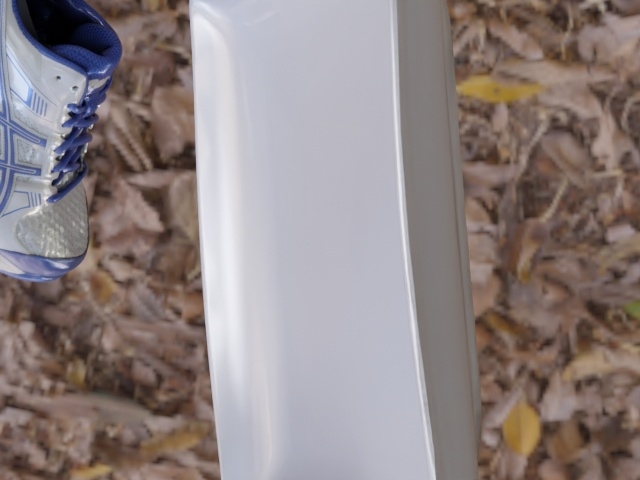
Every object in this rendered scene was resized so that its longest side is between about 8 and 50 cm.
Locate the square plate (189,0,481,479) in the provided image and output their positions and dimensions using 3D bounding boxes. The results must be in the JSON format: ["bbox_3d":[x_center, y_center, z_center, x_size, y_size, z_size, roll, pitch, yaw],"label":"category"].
[{"bbox_3d":[0.000,0.000,0.709,0.049,0.347,0.344,-4,178,-19],"label":"square plate"}]

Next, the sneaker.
[{"bbox_3d":[-0.192,-0.092,0.926,0.131,0.112,0.296,1,128,18],"label":"sneaker"}]
